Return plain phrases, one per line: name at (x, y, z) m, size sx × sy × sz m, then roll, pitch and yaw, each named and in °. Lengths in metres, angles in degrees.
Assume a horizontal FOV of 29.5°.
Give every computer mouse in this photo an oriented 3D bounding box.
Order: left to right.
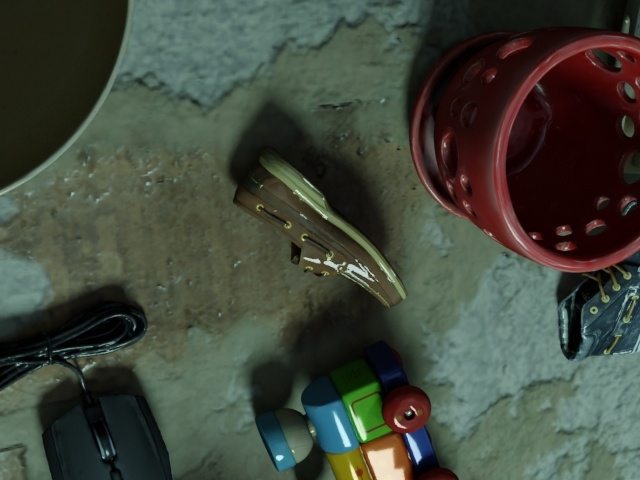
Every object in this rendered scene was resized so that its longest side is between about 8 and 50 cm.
computer mouse at (-0.206, 0.191, 0.984) m, size 0.184 × 0.060 × 0.262 m, roll -14°, pitch 109°, yaw -20°

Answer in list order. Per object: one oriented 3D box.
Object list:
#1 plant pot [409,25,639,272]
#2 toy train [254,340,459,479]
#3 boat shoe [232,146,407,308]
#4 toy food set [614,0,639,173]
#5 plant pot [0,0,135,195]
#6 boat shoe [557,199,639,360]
plant pot at (0.182, -0.086, 1.006) m, size 0.191 × 0.174 × 0.191 m, roll -6°, pitch 107°, yaw -20°
toy train at (0.046, 0.225, 1.083) m, size 0.143 × 0.105 × 0.248 m, roll -23°, pitch 112°, yaw -5°
boat shoe at (0.000, 0.000, 1.020) m, size 0.060 × 0.064 × 0.178 m, roll -46°, pitch 110°, yaw 1°
toy food set at (0.403, -0.156, 1.126) m, size 0.306 × 0.092 × 0.219 m, roll 2°, pitch 104°, yaw -24°
plant pot at (-0.279, -0.171, 0.780) m, size 0.284 × 0.191 × 0.284 m, roll -6°, pitch 106°, yaw -21°
boat shoe at (0.273, 0.036, 1.124) m, size 0.083 × 0.065 × 0.183 m, roll -11°, pitch 124°, yaw -18°
